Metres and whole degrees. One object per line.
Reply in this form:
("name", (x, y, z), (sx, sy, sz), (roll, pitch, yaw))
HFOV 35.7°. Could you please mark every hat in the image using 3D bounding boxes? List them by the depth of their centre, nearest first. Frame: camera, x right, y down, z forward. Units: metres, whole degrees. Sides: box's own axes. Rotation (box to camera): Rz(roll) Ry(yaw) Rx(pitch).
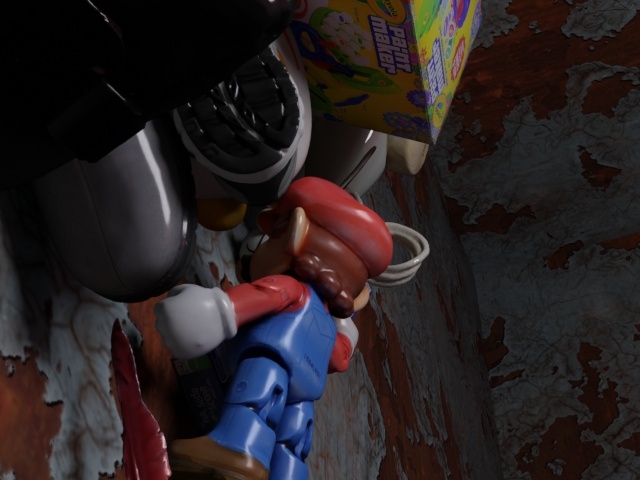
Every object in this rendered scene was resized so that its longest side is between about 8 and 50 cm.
("hat", (-0.134, 0.209, 0.632), (0.183, 0.173, 0.208), (36, 30, -4))

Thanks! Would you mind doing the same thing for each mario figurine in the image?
("mario figurine", (-0.048, 0.083, 0.863), (0.198, 0.170, 0.321), (105, 3, -56))

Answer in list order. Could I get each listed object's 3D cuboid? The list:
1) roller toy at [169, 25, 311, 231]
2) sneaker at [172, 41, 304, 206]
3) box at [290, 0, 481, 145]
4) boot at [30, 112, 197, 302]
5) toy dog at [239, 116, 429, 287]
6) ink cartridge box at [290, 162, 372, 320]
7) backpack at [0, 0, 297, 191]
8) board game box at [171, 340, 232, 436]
("roller toy", (-0.106, -0.128, 0.886), (0.209, 0.146, 0.191), (47, 40, -51))
("sneaker", (-0.079, -0.145, 0.734), (0.108, 0.100, 0.272), (84, -7, -66))
("box", (0.001, -0.265, 1.005), (0.290, 0.279, 0.177), (66, 43, -65))
("boot", (-0.204, -0.123, 0.622), (0.338, 0.118, 0.222), (67, 15, 16))
("toy dog", (0.013, -0.102, 1.155), (0.334, 0.220, 0.161), (-81, 164, -51))
("ink cartridge box", (0.000, 0.000, 1.362), (0.223, 0.045, 0.224), (-37, 110, -73))
("backpack", (-0.212, -0.197, 0.363), (0.355, 0.290, 0.273), (55, 14, -37))
("board game box", (-0.070, 0.171, 0.934), (0.136, 0.035, 0.201), (-57, 130, -72))
